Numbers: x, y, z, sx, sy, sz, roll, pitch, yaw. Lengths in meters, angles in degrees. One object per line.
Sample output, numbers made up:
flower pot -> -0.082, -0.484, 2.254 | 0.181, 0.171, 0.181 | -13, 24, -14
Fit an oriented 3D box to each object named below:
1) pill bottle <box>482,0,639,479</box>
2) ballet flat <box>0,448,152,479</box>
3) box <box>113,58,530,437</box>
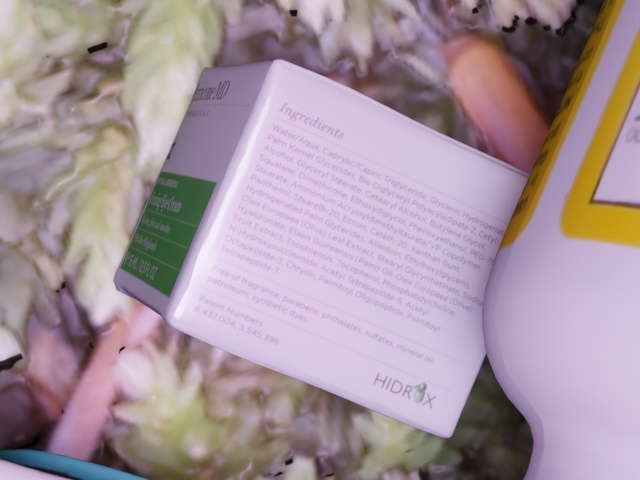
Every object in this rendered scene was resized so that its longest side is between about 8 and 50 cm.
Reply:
pill bottle -> 0.159, -0.018, 0.404 | 0.188, 0.188, 0.334 | 27, 81, -17
ballet flat -> -0.131, 0.102, 0.425 | 0.400, 0.139, 0.139 | 26, 87, -20
box -> 0.000, 0.000, 0.480 | 0.102, 0.101, 0.087 | 25, 87, -18
